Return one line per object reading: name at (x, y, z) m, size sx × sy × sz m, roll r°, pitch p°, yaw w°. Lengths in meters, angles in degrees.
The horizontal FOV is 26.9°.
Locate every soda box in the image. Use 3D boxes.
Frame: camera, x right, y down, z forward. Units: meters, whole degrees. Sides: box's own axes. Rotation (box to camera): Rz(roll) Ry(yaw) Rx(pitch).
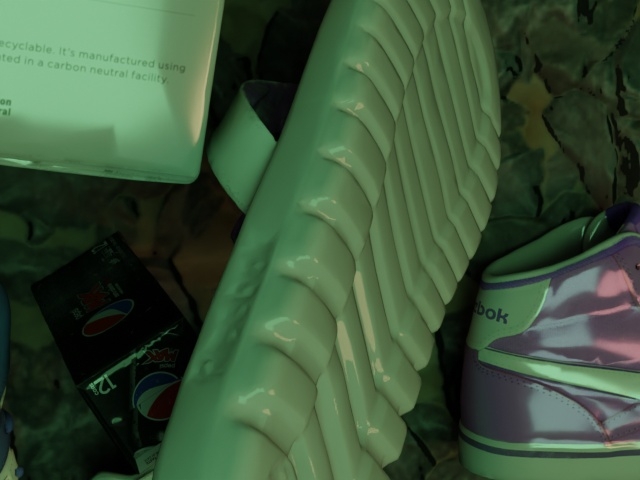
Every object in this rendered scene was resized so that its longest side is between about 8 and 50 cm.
soda box at (-0.096, 0.050, 0.660) m, size 0.060 × 0.169 × 0.053 m, roll -33°, pitch 111°, yaw -9°

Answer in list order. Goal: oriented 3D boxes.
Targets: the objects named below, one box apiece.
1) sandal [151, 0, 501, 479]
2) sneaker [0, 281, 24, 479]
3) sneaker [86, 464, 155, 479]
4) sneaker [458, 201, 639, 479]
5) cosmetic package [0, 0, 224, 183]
sandal at (-0.004, -0.012, 0.614) m, size 0.102 × 0.416 × 0.169 m, roll -3°, pitch 127°, yaw 24°
sneaker at (-0.193, 0.151, 0.702) m, size 0.131 × 0.112 × 0.296 m, roll 8°, pitch 101°, yaw -38°
sneaker at (-0.036, 0.089, 0.736) m, size 0.115 × 0.090 × 0.232 m, roll 45°, pitch 74°, yaw 1°
sneaker at (0.224, 0.058, 0.809) m, size 0.282 × 0.102 × 0.161 m, roll 0°, pitch 99°, yaw -18°
cosmetic package at (-0.119, -0.225, 0.580) m, size 0.155 × 0.197 × 0.365 m, roll 7°, pitch 101°, yaw -20°
